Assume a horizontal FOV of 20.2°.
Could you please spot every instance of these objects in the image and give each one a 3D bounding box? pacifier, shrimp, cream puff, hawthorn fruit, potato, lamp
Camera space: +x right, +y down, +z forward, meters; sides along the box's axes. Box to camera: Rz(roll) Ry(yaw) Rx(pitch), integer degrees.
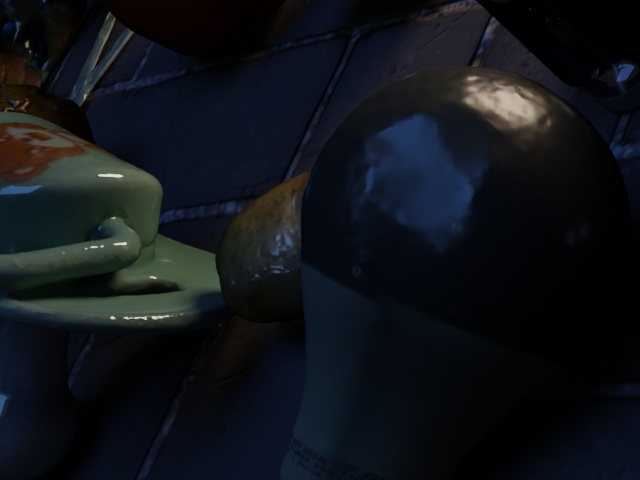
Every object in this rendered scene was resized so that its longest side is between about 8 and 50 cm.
[{"bbox_3d":[-0.225,0.052,1.313,0.343,0.288,0.269,24,109,49],"label":"pacifier"},{"bbox_3d":[-0.350,-0.104,1.733,0.221,0.110,0.445,-39,25,51],"label":"shrimp"},{"bbox_3d":[-0.269,-0.064,1.545,0.115,0.165,0.150,23,59,22],"label":"cream puff"},{"bbox_3d":[-0.124,-0.270,1.522,0.196,0.225,0.196,-21,49,26],"label":"hawthorn fruit"},{"bbox_3d":[0.000,0.000,1.198,0.170,0.080,0.107,-26,37,29],"label":"potato"},{"bbox_3d":[0.039,0.046,1.002,0.314,0.182,0.182,-51,30,5],"label":"lamp"}]

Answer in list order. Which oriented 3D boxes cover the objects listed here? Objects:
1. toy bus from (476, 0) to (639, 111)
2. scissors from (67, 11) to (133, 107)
[{"bbox_3d":[0.236,-0.180,1.018,0.329,0.143,0.153,-4,53,53],"label":"toy bus"},{"bbox_3d":[-0.234,-0.141,1.733,0.144,0.017,0.247,-3,54,52],"label":"scissors"}]
